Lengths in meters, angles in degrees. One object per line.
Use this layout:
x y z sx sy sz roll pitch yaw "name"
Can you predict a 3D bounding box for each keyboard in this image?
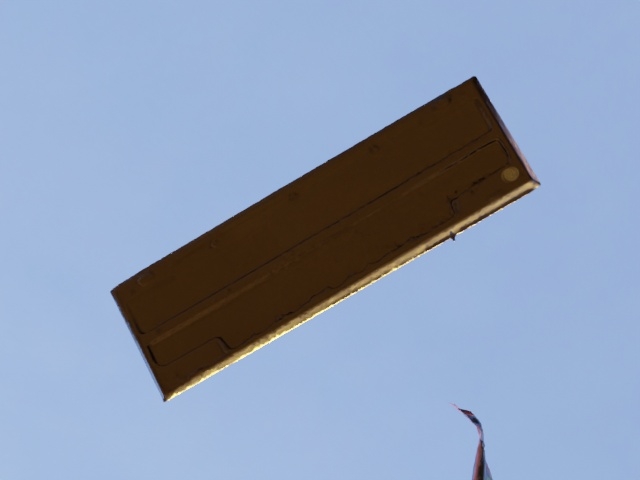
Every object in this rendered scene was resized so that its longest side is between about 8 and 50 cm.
0.000 0.000 0.690 0.198 0.010 0.064 -30 -109 5 "keyboard"

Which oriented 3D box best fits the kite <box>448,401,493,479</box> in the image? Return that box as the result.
0.041 0.209 0.346 0.016 0.234 0.321 -4 -71 27 "kite"
